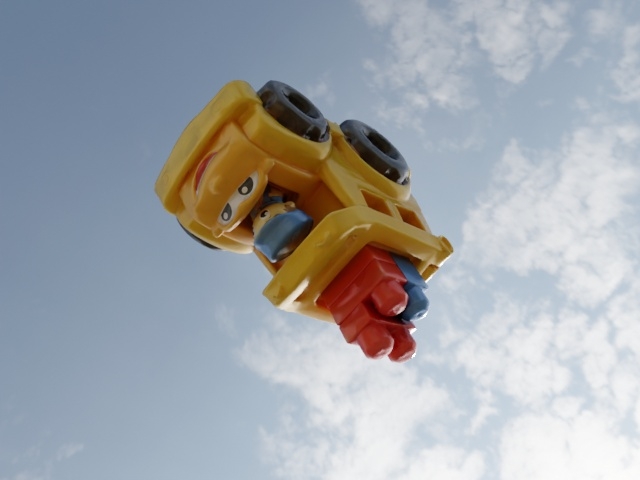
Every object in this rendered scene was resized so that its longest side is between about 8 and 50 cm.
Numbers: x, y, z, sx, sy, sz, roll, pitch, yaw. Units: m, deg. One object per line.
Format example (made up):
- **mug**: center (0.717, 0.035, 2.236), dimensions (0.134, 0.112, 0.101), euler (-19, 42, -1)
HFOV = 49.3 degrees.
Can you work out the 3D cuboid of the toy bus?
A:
- **toy bus**: center (0.000, 0.000, 0.570), dimensions (0.220, 0.211, 0.149), euler (20, -58, -41)
